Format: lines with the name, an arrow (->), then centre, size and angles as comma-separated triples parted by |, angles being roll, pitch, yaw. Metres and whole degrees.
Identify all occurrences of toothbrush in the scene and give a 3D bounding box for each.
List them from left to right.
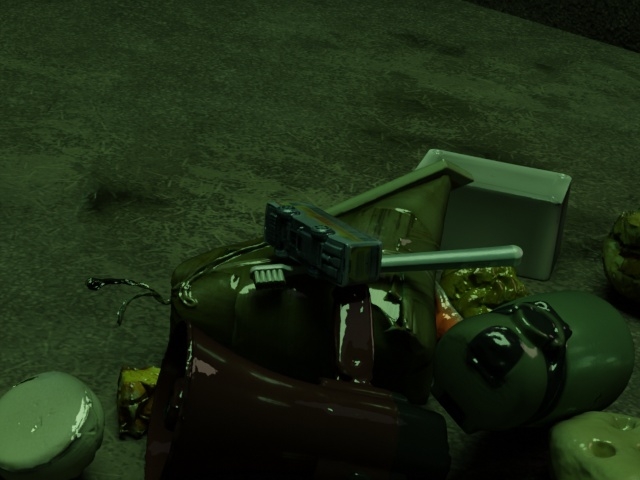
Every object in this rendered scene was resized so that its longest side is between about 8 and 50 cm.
toothbrush -> 0.083, 0.031, 1.839 | 0.342, 0.025, 0.030 | -5, 48, -9

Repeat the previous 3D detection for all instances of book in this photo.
book -> 0.074, -0.046, 2.211 | 0.295, 0.020, 0.208 | -23, -10, 14

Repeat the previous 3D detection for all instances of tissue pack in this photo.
tissue pack -> 0.270, -0.046, 2.417 | 0.246, 0.136, 0.159 | 12, 22, 13

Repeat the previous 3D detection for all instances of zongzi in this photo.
zongzi -> -0.051, 0.029, 1.981 | 0.447, 0.181, 0.418 | 9, 44, 7

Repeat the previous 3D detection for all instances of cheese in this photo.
cheese -> 0.363, 0.280, 1.688 | 0.159, 0.093, 0.263 | -1, 22, -23

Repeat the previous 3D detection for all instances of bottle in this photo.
bottle -> 0.252, 0.146, 1.784 | 0.168, 0.168, 0.347 | 19, 9, 27

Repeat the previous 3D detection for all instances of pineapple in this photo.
pineapple -> -0.204, 0.187, 1.796 | 0.116, 0.069, 0.137 | 17, 14, 38

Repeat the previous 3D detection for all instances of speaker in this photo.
speaker -> -0.032, 0.184, 1.699 | 0.330, 0.198, 0.259 | 8, 32, -19

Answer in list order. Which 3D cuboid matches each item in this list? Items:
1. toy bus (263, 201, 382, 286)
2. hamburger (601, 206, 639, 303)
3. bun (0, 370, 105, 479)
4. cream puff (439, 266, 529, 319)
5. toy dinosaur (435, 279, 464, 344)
toy bus -> 0.000, 0.000, 1.801 | 0.075, 0.064, 0.190 | -6, 19, -28
hamburger -> 0.579, 0.036, 2.318 | 0.265, 0.134, 0.285 | 13, 16, 32
bun -> -0.296, 0.220, 1.641 | 0.138, 0.094, 0.138 | -12, 47, 13
cream puff -> 0.217, 0.082, 2.080 | 0.121, 0.156, 0.156 | 30, 24, 1
toy dinosaur -> 0.164, 0.126, 1.994 | 0.055, 0.101, 0.279 | 33, 7, -46
